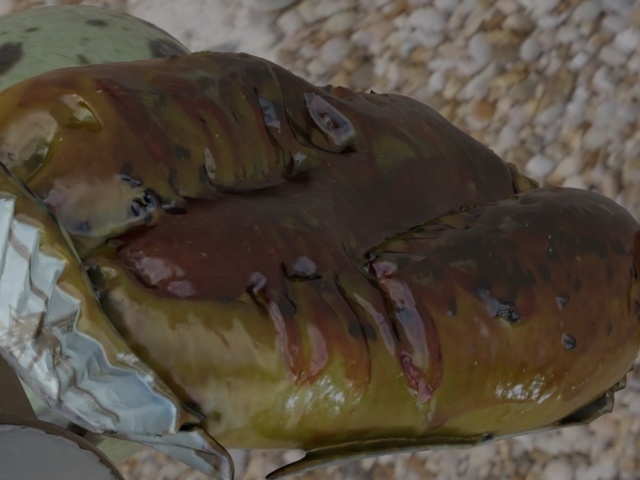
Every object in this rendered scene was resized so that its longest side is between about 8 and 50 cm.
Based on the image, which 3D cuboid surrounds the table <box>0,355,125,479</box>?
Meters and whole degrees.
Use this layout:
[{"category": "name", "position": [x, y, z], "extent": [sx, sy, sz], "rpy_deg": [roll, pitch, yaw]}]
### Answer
[{"category": "table", "position": [-0.195, 0.088, 0.888], "extent": [0.167, 0.226, 0.167], "rpy_deg": [-13, 125, -19]}]

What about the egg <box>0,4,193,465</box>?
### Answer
[{"category": "egg", "position": [-0.186, -0.002, 1.283], "extent": [0.287, 0.379, 0.287], "rpy_deg": [17, 142, 14]}]

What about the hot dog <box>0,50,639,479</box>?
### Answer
[{"category": "hot dog", "position": [0.000, 0.000, 0.621], "extent": [0.162, 0.270, 0.082], "rpy_deg": [48, 122, 31]}]
